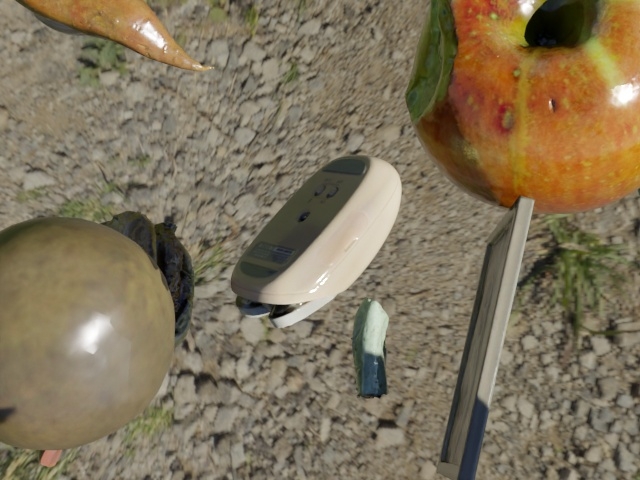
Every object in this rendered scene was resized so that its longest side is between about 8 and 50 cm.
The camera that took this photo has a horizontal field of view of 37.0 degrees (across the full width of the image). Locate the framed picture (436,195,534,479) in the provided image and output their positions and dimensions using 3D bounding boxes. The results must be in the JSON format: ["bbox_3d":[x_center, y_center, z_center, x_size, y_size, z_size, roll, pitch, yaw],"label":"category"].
[{"bbox_3d":[0.188,0.123,1.113,0.024,0.232,0.315,13,79,4],"label":"framed picture"}]

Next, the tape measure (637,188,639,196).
[{"bbox_3d":[0.698,-0.218,1.783,0.138,0.262,0.259,9,67,-32],"label":"tape measure"}]

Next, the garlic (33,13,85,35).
[{"bbox_3d":[-0.362,-0.355,1.229,0.212,0.218,0.219,-17,90,-7],"label":"garlic"}]

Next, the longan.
[{"bbox_3d":[-0.326,0.111,1.171,0.297,0.297,0.297,0,87,-9],"label":"longan"}]

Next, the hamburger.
[{"bbox_3d":[-0.333,0.090,1.559,0.144,0.283,0.259,33,53,-47],"label":"hamburger"}]

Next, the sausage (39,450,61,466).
[{"bbox_3d":[-0.425,0.313,1.574,0.030,0.035,0.147,16,113,-39],"label":"sausage"}]

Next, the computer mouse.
[{"bbox_3d":[0.000,0.000,1.089,0.236,0.145,0.082,-52,123,-20],"label":"computer mouse"}]

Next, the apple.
[{"bbox_3d":[0.268,-0.188,1.134,0.339,0.339,0.340,0,87,-9],"label":"apple"}]

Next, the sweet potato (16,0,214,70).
[{"bbox_3d":[-0.164,-0.171,0.690,0.195,0.056,0.056,27,83,-2],"label":"sweet potato"}]

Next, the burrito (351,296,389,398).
[{"bbox_3d":[0.057,0.122,1.077,0.044,0.074,0.118,-4,87,9],"label":"burrito"}]
